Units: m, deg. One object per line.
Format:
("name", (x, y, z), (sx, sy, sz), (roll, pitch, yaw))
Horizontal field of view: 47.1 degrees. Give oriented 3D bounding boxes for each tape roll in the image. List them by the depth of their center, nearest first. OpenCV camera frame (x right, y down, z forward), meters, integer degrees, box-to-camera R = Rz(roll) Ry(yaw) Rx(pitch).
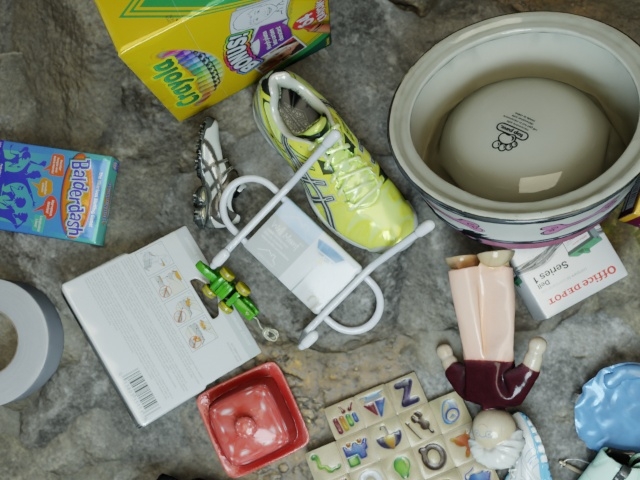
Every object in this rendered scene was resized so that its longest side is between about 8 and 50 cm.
("tape roll", (-0.565, 0.176, 1.277), (0.219, 0.072, 0.219), (0, 85, 3))

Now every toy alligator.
("toy alligator", (-0.142, 0.102, 1.277), (0.190, 0.051, 0.056), (44, 100, -3))

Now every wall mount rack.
("wall mount rack", (0.000, 0.000, 1.203), (0.350, 0.130, 0.304), (43, 99, -5))

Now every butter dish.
("butter dish", (-0.118, 0.303, 1.219), (0.160, 0.118, 0.160), (-25, 84, 0))

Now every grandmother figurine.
("grandmother figurine", (0.266, 0.193, 1.185), (0.104, 0.208, 0.342), (-2, 84, -30))

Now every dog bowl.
("dog bowl", (0.319, -0.165, 1.161), (0.408, 0.150, 0.408), (-8, 58, 13))

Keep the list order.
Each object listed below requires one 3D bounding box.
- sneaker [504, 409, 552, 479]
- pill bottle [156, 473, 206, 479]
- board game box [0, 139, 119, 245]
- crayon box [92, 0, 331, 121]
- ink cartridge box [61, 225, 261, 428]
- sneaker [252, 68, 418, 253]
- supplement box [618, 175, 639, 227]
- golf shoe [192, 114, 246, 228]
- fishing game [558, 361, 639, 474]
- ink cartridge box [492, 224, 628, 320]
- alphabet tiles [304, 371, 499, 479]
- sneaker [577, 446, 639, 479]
("sneaker", (0.337, 0.379, 1.215), (0.083, 0.071, 0.190), (-17, 83, 7))
("pill bottle", (-0.178, 0.465, 1.203), (0.219, 0.123, 0.123), (20, 85, 5))
("board game box", (-0.480, -0.084, 1.311), (0.210, 0.047, 0.160), (8, 85, 3))
("crayon box", (-0.146, -0.341, 1.163), (0.313, 0.363, 0.106), (-28, 84, 0))
("ink cartridge box", (-0.275, 0.144, 1.275), (0.239, 0.060, 0.275), (-29, 83, -25))
("sneaker", (0.015, -0.127, 1.242), (0.145, 0.147, 0.384), (-44, 85, -4))
("supplement box", (0.619, -0.054, 1.237), (0.188, 0.081, 0.104), (21, 85, 5))
("golf shoe", (-0.177, -0.119, 1.294), (0.094, 0.077, 0.198), (1, 91, -8))
("fishing game", (0.513, 0.290, 1.221), (0.189, 0.041, 0.264), (26, 100, 4))
("ink cartridge box", (0.384, 0.004, 1.237), (0.160, 0.092, 0.219), (-29, 83, 0))
("alphabet tiles", (0.147, 0.408, 1.217), (0.285, 0.011, 0.342), (-22, 74, -3))
("sneaker", (0.539, 0.426, 1.167), (0.256, 0.094, 0.151), (23, 108, 7))
